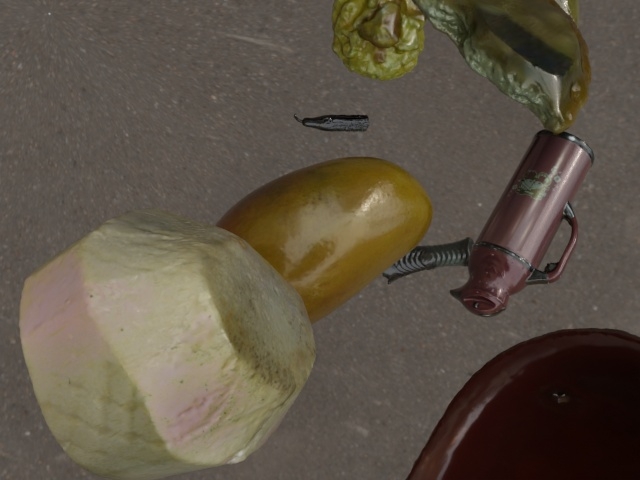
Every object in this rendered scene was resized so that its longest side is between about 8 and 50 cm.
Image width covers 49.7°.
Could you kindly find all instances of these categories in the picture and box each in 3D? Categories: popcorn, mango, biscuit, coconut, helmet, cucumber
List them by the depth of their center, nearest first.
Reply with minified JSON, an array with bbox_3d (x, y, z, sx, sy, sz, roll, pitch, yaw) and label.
[{"bbox_3d":[0.194,0.271,0.459,0.230,0.338,0.385,27,108,-14],"label":"helmet"},{"bbox_3d":[-0.143,0.094,0.632,0.259,0.259,0.260,-7,109,-19],"label":"coconut"},{"bbox_3d":[0.000,0.000,0.877,0.317,0.173,0.211,-26,148,-10],"label":"mango"},{"bbox_3d":[0.294,-0.330,1.099,0.334,0.329,0.078,20,141,-12],"label":"biscuit"},{"bbox_3d":[0.024,-0.258,1.507,0.163,0.039,0.043,-2,77,-7],"label":"cucumber"},{"bbox_3d":[0.134,-0.494,1.535,0.205,0.237,0.252,-3,143,-16],"label":"popcorn"}]

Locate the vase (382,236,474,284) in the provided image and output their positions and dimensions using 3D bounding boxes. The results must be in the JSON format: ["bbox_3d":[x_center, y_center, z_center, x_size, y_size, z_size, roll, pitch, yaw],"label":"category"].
[{"bbox_3d":[0.280,0.043,1.796,0.237,0.115,0.116,-9,116,24],"label":"vase"}]

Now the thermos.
[{"bbox_3d":[0.340,-0.013,1.134,0.136,0.109,0.330,32,76,1],"label":"thermos"}]

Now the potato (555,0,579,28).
[{"bbox_3d":[0.511,-0.506,1.578,0.174,0.159,0.252,24,59,-58],"label":"potato"}]
